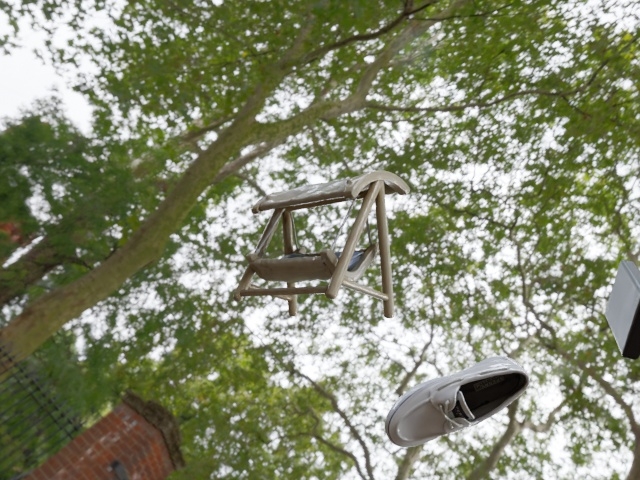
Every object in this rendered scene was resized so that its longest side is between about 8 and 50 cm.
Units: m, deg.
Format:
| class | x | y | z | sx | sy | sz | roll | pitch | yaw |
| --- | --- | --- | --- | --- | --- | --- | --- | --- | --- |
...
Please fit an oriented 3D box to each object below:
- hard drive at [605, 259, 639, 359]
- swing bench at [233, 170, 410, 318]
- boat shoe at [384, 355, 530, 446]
| class | x | y | z | sx | sy | sz | roll | pitch | yaw |
| --- | --- | --- | --- | --- | --- | --- | --- | --- | --- |
| hard drive | 0.434 | 0.093 | 0.760 | 0.022 | 0.135 | 0.094 | 11 | -70 | 15 |
| swing bench | 0.000 | 0.000 | 0.974 | 0.253 | 0.254 | 0.165 | -7 | -22 | 43 |
| boat shoe | 0.238 | 0.287 | 0.942 | 0.088 | 0.268 | 0.096 | 78 | -10 | -88 |
